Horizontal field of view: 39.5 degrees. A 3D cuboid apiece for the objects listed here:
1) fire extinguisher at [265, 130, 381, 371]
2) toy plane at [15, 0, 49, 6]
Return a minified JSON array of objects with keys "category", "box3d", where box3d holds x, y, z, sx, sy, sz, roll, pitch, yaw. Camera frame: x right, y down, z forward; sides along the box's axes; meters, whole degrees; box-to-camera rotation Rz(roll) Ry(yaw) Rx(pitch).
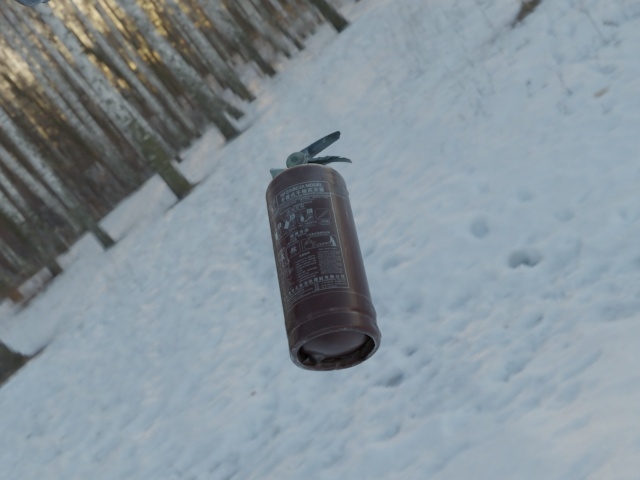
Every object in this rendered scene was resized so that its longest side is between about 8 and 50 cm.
[{"category":"fire extinguisher","box3d":[0.000,0.000,0.957,0.105,0.105,0.268,-30,51,26]},{"category":"toy plane","box3d":[-0.107,-0.140,0.253,0.078,0.197,0.053,-30,48,-27]}]
